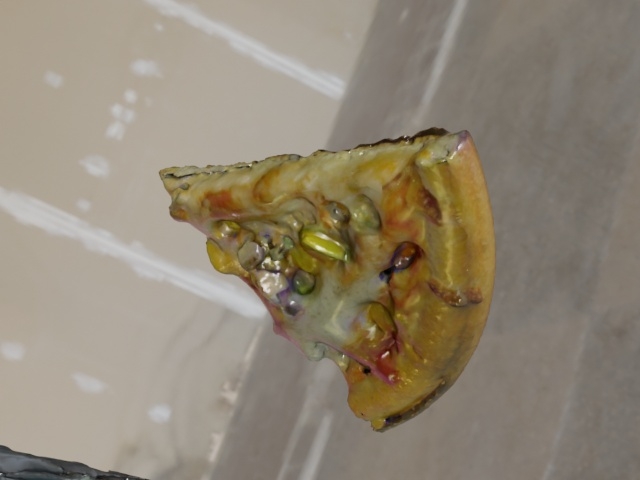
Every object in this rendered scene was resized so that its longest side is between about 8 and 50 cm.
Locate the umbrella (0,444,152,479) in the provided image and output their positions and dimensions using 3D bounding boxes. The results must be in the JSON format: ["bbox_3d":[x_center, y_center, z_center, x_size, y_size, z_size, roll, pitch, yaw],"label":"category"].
[{"bbox_3d":[-0.141,0.058,0.318,0.044,0.269,0.044,-8,75,48],"label":"umbrella"}]

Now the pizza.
[{"bbox_3d":[0.000,0.000,0.576,0.036,0.176,0.184,-56,-7,-44],"label":"pizza"}]
